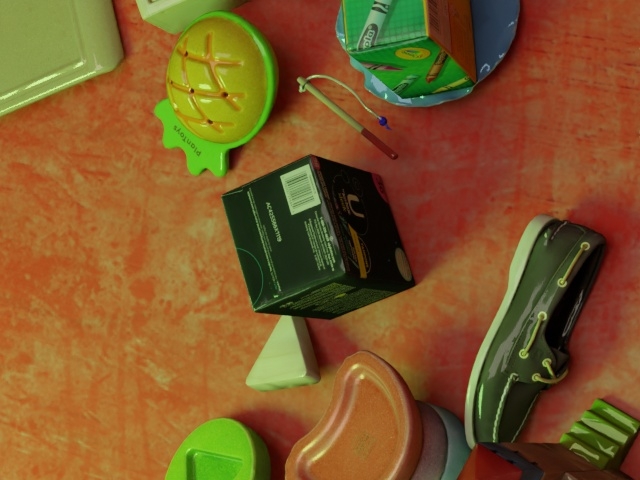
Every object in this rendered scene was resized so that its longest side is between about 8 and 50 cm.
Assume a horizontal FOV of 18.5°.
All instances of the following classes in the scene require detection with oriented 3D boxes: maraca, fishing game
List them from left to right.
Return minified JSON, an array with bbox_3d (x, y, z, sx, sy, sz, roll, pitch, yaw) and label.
[{"bbox_3d":[-0.105,-0.145,1.963,0.127,0.099,0.185,47,130,19],"label":"maraca"},{"bbox_3d":[0.103,-0.215,1.896,0.189,0.041,0.264,40,94,24],"label":"fishing game"}]

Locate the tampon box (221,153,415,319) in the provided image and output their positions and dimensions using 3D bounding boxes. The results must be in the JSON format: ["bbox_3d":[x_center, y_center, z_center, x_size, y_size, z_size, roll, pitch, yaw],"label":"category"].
[{"bbox_3d":[0.000,0.000,1.854,0.101,0.161,0.120,-23,76,23],"label":"tampon box"}]

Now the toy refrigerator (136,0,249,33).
[{"bbox_3d":[-0.164,-0.358,1.998,0.102,0.094,0.269,-22,78,15],"label":"toy refrigerator"}]

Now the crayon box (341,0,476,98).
[{"bbox_3d":[0.075,-0.287,1.809,0.081,0.165,0.278,-9,77,18],"label":"crayon box"}]

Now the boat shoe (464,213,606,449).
[{"bbox_3d":[0.195,0.091,1.790,0.069,0.081,0.227,18,90,31],"label":"boat shoe"}]

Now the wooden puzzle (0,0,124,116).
[{"bbox_3d":[-0.334,-0.247,2.121,0.239,0.044,0.221,-19,76,19],"label":"wooden puzzle"}]

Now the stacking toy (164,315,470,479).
[{"bbox_3d":[0.000,0.244,1.889,0.309,0.130,0.279,-54,39,9],"label":"stacking toy"}]

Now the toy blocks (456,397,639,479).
[{"bbox_3d":[0.145,0.320,1.691,0.191,0.261,0.381,31,99,26],"label":"toy blocks"}]
